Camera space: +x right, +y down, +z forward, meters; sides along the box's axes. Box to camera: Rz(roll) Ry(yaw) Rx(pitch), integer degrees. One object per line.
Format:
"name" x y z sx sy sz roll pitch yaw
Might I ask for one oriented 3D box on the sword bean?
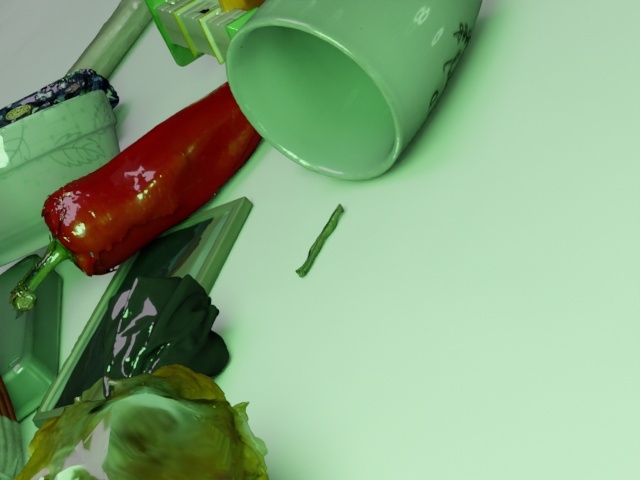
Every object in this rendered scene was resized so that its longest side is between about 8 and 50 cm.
"sword bean" 0.000 0.000 1.203 0.012 0.012 0.083 -5 47 51

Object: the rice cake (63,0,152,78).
"rice cake" -0.338 -0.291 2.019 0.057 0.052 0.256 18 60 22

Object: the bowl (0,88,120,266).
"bowl" -0.361 -0.061 1.575 0.287 0.143 0.287 -25 7 3

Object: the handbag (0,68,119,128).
"handbag" -0.401 -0.140 1.835 0.260 0.113 0.162 -24 39 20

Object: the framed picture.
"framed picture" -0.184 0.075 1.341 0.192 0.018 0.265 -18 37 42

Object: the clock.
"clock" -0.054 -0.284 1.529 0.220 0.106 0.255 -34 29 -16

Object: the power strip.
"power strip" -0.382 0.137 1.472 0.194 0.059 0.265 -34 28 9

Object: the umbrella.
"umbrella" -0.153 0.170 1.092 0.118 0.118 0.340 -27 38 30

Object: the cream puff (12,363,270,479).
"cream puff" -0.123 0.201 0.895 0.241 0.155 0.269 6 40 14

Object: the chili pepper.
"chili pepper" -0.187 -0.060 1.405 0.387 0.110 0.110 -38 25 -14

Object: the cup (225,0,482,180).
"cup" 0.036 -0.183 1.268 0.234 0.186 0.258 -53 0 -34

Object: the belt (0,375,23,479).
"belt" -0.414 0.151 1.240 0.115 0.324 0.227 -30 15 24
